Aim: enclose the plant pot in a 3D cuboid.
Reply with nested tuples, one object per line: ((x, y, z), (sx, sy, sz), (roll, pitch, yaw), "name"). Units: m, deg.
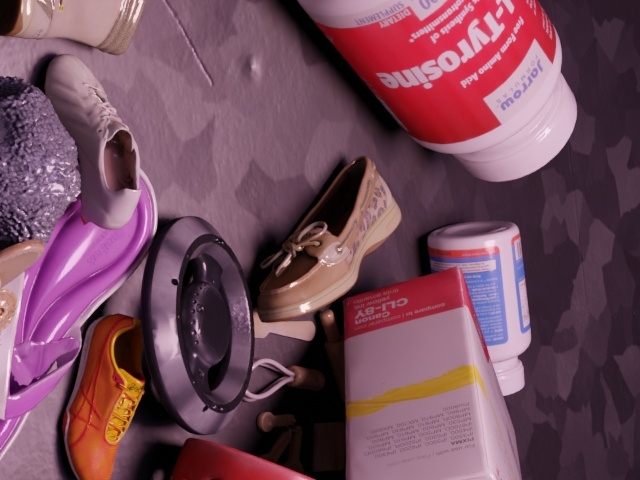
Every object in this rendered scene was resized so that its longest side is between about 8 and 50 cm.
((-0.084, 0.316, 1.491), (0.191, 0.191, 0.174), (36, 72, -46), "plant pot")

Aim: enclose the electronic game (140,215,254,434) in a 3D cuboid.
((-0.127, 0.088, 1.499), (0.229, 0.048, 0.229), (-7, 90, -69), "electronic game")

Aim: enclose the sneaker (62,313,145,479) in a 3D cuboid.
((-0.209, 0.159, 1.417), (0.064, 0.067, 0.175), (14, 81, -53), "sneaker")

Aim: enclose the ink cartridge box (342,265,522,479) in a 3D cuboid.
((0.136, 0.259, 1.637), (0.385, 0.160, 0.279), (-90, 163, -59), "ink cartridge box")

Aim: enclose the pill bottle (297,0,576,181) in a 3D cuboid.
((0.150, -0.253, 1.738), (0.407, 0.229, 0.229), (45, 57, -42), "pill bottle")

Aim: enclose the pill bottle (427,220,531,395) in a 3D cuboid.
((0.214, 0.092, 1.912), (0.124, 0.124, 0.221), (-20, 106, -50), "pill bottle")

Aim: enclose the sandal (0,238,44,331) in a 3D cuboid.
((-0.306, 0.089, 1.159), (0.079, 0.240, 0.088), (63, 13, 9), "sandal")

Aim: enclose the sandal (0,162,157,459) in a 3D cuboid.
((-0.266, 0.069, 1.313), (0.169, 0.102, 0.416), (57, 48, -35), "sandal")

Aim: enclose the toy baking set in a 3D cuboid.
((-0.021, 0.175, 1.687), (0.197, 0.030, 0.256), (-34, 116, -46), "toy baking set")

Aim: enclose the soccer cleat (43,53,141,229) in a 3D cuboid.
((-0.208, -0.102, 1.354), (0.068, 0.076, 0.196), (2, 58, -40), "soccer cleat")

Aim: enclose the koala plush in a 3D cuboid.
((-0.328, -0.052, 1.135), (0.221, 0.203, 0.196), (-7, 95, -58), "koala plush")

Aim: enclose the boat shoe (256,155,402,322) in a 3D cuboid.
((0.000, 0.000, 1.665), (0.285, 0.104, 0.089), (-49, 123, -52), "boat shoe")

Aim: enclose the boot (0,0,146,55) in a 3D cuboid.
((-0.235, -0.290, 1.369), (0.165, 0.077, 0.213), (4, 93, -51), "boot")
